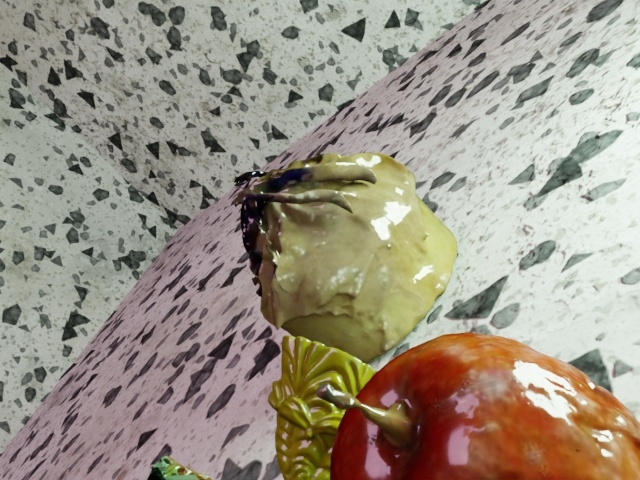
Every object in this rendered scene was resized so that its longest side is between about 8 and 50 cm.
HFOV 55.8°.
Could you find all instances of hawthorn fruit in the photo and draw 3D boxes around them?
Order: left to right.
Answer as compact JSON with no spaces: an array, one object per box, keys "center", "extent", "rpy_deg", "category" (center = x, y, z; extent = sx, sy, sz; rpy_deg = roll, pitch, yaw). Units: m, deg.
[{"center":[0.102,0.164,0.434],"extent":[0.242,0.271,0.242],"rpy_deg":[-44,19,20],"category":"hawthorn fruit"}]

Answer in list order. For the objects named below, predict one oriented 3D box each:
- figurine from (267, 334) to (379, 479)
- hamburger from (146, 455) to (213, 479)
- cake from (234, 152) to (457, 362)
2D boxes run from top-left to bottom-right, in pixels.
[{"center":[-0.027,0.286,0.647],"extent":[0.168,0.187,0.315],"rpy_deg":[-10,46,57],"category":"figurine"},{"center":[-0.196,0.404,0.743],"extent":[0.235,0.125,0.214],"rpy_deg":[6,81,68],"category":"hamburger"},{"center":[0.004,-0.006,0.955],"extent":[0.332,0.321,0.332],"rpy_deg":[-38,21,17],"category":"cake"}]
